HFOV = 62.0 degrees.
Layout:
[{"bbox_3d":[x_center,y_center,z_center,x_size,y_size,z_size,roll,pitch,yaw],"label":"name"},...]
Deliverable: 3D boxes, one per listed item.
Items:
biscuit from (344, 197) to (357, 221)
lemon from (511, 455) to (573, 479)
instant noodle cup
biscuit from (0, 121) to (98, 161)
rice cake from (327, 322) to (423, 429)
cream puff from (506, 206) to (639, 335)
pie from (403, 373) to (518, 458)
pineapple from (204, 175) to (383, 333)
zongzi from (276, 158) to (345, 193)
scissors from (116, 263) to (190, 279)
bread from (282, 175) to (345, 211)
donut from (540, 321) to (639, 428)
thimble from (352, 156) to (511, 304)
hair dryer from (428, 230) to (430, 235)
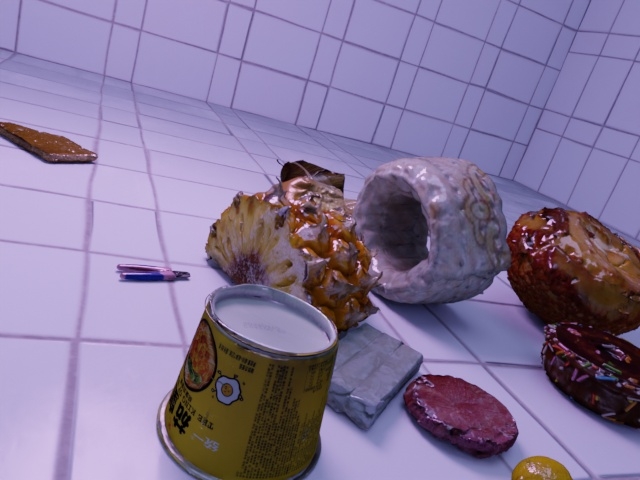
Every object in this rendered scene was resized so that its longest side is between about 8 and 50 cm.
[{"bbox_3d":[0.129,-0.039,1.352,0.259,0.079,0.259,17,18,-6],"label":"biscuit"},{"bbox_3d":[0.250,0.273,0.595,0.083,0.062,0.062,15,18,-22],"label":"lemon"},{"bbox_3d":[-0.066,0.139,0.558,0.182,0.144,0.182,16,18,-5],"label":"instant noodle cup"},{"bbox_3d":[-0.656,-0.233,1.268,0.237,0.026,0.131,26,18,26],"label":"biscuit"},{"bbox_3d":[0.066,0.175,0.742,0.124,0.038,0.211,28,20,27],"label":"rice cake"},{"bbox_3d":[0.549,0.077,1.175,0.351,0.228,0.350,23,38,-19],"label":"cream puff"},{"bbox_3d":[0.185,0.227,0.706,0.155,0.036,0.154,16,18,-5],"label":"pie"},{"bbox_3d":[0.003,0.000,0.917,0.286,0.208,0.344,1,24,-42],"label":"pineapple"},{"bbox_3d":[-0.094,-0.154,1.466,0.241,0.111,0.248,-14,27,-36],"label":"zongzi"},{"bbox_3d":[-0.259,0.051,0.837,0.113,0.012,0.039,6,22,-32],"label":"scissors"},{"bbox_3d":[-0.031,-0.077,1.197,0.174,0.133,0.251,13,25,-17],"label":"bread"},{"bbox_3d":[0.485,0.225,0.910,0.235,0.089,0.235,16,19,-6],"label":"donut"},{"bbox_3d":[0.207,-0.012,1.033,0.195,0.291,0.291,-1,25,-30],"label":"thimble"},{"bbox_3d":[0.357,-0.016,1.567,0.198,0.057,0.100,15,16,19],"label":"hair dryer"}]
